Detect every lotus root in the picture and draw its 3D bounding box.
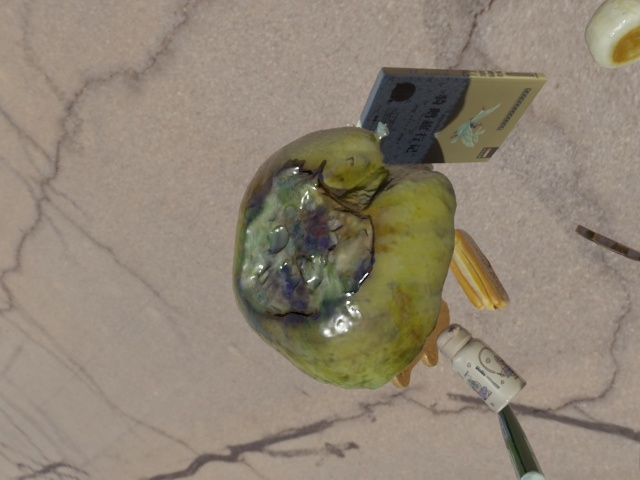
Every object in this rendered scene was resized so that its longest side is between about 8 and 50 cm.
[{"bbox_3d":[-0.001,0.004,0.432,0.183,0.078,0.204,3,83,29],"label":"lotus root"}]

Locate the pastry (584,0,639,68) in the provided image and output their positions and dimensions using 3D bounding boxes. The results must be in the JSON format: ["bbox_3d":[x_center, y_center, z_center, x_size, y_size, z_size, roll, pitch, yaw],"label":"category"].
[{"bbox_3d":[0.601,-0.414,1.164,0.156,0.092,0.156,-8,145,-5],"label":"pastry"}]

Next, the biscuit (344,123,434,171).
[{"bbox_3d":[0.150,-0.176,1.379,0.238,0.108,0.062,23,151,-13],"label":"biscuit"}]

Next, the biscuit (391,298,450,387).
[{"bbox_3d":[0.251,0.247,1.583,0.047,0.339,0.216,-11,105,41],"label":"biscuit"}]

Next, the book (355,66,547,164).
[{"bbox_3d":[0.210,-0.208,1.028,0.217,0.310,0.021,114,146,-52],"label":"book"}]

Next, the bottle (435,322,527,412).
[{"bbox_3d":[0.354,0.282,1.342,0.209,0.097,0.110,45,154,24],"label":"bottle"}]

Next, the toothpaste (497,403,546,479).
[{"bbox_3d":[0.491,0.506,1.491,0.061,0.392,0.099,-18,109,8],"label":"toothpaste"}]

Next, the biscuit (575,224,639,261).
[{"bbox_3d":[0.789,0.017,1.576,0.236,0.144,0.040,22,107,-22],"label":"biscuit"}]

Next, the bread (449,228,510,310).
[{"bbox_3d":[0.335,0.068,1.296,0.077,0.116,0.200,-34,74,15],"label":"bread"}]
